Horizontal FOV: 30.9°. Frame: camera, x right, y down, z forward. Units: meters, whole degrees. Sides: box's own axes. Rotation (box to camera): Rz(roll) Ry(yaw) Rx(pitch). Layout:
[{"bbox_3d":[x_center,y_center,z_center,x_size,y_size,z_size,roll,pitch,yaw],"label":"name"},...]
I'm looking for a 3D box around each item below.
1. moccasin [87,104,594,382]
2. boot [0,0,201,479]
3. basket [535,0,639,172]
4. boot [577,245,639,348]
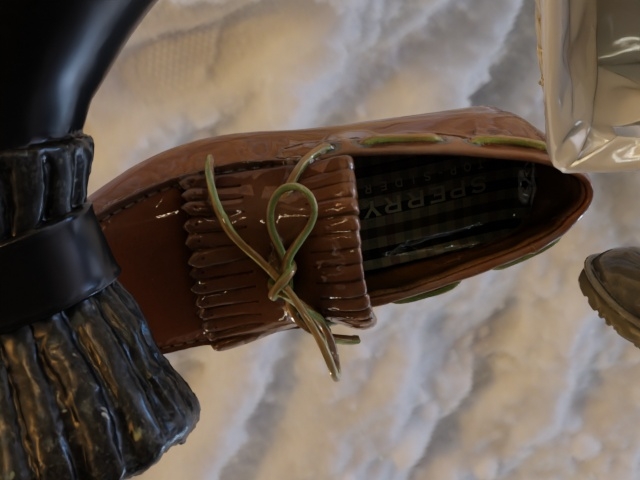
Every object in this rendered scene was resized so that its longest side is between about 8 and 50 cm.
[{"bbox_3d":[0.000,0.003,0.742,0.380,0.147,0.139,-9,108,-22],"label":"moccasin"},{"bbox_3d":[-0.109,-0.030,0.488,0.348,0.260,0.131,-30,170,21],"label":"boot"},{"bbox_3d":[0.159,-0.129,0.553,0.113,0.103,0.167,-4,120,7],"label":"basket"},{"bbox_3d":[0.237,-0.022,0.567,0.076,0.189,0.208,-7,122,-42],"label":"boot"}]
